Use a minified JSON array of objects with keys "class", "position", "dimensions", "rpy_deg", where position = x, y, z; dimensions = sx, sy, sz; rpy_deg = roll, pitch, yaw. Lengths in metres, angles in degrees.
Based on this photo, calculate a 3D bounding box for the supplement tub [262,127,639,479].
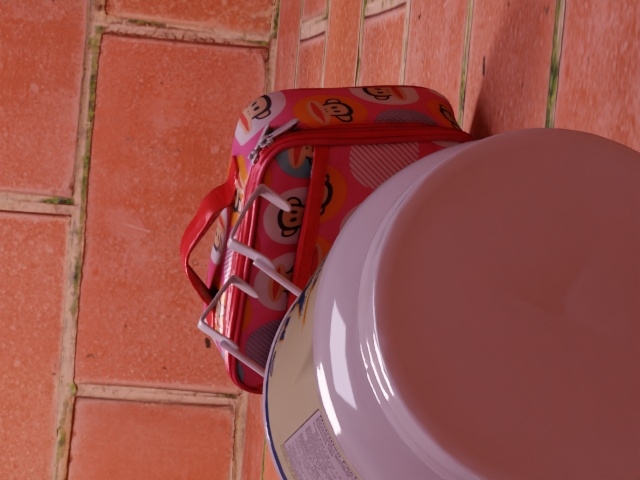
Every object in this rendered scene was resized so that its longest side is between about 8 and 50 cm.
[{"class":"supplement tub","position":[0.098,0.076,1.117],"dimensions":[0.325,0.235,0.235],"rpy_deg":[122,151,-73]}]

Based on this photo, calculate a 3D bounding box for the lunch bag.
[{"class":"lunch bag","position":[0.000,0.000,1.727],"dimensions":[0.120,0.258,0.293],"rpy_deg":[-117,31,-52]}]

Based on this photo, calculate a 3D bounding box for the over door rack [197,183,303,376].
[{"class":"over door rack","position":[0.014,0.138,1.526],"dimensions":[0.108,0.324,0.239],"rpy_deg":[-41,-9,-21]}]
